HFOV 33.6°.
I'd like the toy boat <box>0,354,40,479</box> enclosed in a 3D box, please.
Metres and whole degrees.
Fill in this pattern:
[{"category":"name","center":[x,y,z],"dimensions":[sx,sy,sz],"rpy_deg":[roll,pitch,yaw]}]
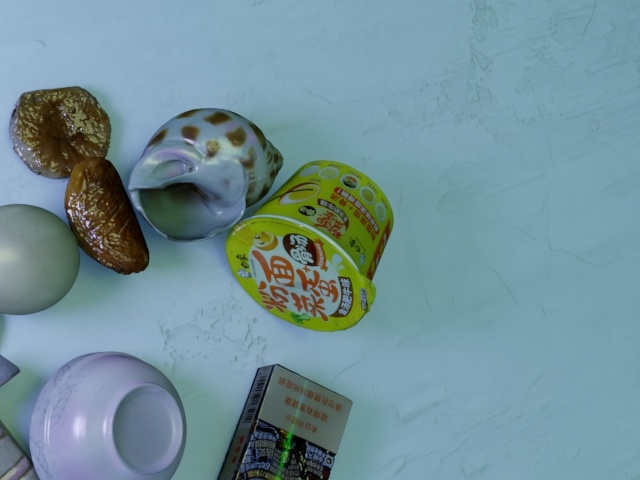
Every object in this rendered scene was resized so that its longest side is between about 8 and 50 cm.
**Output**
[{"category":"toy boat","center":[-0.595,0.350,1.739],"dimensions":[0.276,0.111,0.293],"rpy_deg":[-19,99,-28]}]

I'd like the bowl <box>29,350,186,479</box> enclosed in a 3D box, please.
[{"category":"bowl","center":[-0.341,0.329,1.836],"dimensions":[0.287,0.143,0.287],"rpy_deg":[15,70,-45]}]

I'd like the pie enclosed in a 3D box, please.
[{"category":"pie","center":[-0.475,-0.196,1.962],"dimensions":[0.195,0.046,0.195],"rpy_deg":[7,77,-31]}]

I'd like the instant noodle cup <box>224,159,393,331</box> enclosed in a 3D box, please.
[{"category":"instant noodle cup","center":[0.000,0.000,2.085],"dimensions":[0.311,0.311,0.221],"rpy_deg":[46,51,-16]}]

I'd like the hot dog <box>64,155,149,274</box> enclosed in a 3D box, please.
[{"category":"hot dog","center":[-0.385,-0.037,1.915],"dimensions":[0.099,0.160,0.227],"rpy_deg":[-27,80,10]}]

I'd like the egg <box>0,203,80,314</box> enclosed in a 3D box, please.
[{"category":"egg","center":[-0.511,0.032,1.782],"dimensions":[0.188,0.253,0.189],"rpy_deg":[0,90,12]}]

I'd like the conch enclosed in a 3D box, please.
[{"category":"conch","center":[-0.207,-0.127,2.024],"dimensions":[0.368,0.197,0.249],"rpy_deg":[-6,92,-25]}]

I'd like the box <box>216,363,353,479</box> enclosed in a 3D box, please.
[{"category":"box","center":[-0.076,0.418,2.057],"dimensions":[0.198,0.084,0.310],"rpy_deg":[30,65,-24]}]
